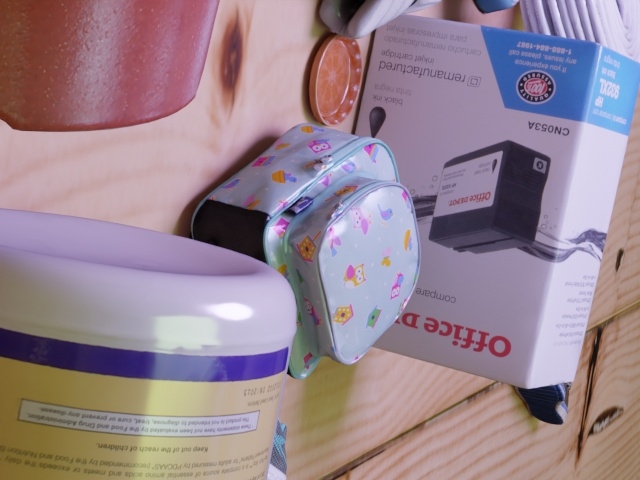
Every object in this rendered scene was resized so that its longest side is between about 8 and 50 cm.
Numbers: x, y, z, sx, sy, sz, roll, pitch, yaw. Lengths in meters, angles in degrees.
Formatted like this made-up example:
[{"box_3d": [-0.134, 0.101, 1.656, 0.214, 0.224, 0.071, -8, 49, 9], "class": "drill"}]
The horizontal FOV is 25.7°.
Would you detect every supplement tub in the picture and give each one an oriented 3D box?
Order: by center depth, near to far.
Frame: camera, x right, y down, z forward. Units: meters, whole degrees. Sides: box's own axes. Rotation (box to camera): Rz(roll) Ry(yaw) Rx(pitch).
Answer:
[{"box_3d": [-0.156, 0.161, 0.804, 0.241, 0.241, 0.331, 1, 101, -62], "class": "supplement tub"}]

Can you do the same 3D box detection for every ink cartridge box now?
[{"box_3d": [0.144, -0.038, 1.295, 0.129, 0.223, 0.307, 3, 99, -62], "class": "ink cartridge box"}]

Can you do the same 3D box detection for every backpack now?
[{"box_3d": [0.000, 0.000, 1.135, 0.188, 0.144, 0.165, -52, 139, -43], "class": "backpack"}]

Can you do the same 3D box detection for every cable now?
[{"box_3d": [0.270, -0.269, 1.443, 0.257, 0.089, 0.257, 52, 38, -51], "class": "cable"}]

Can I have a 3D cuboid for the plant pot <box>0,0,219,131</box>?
[{"box_3d": [-0.141, -0.208, 0.672, 0.272, 0.272, 0.265, -27, 134, -56], "class": "plant pot"}]

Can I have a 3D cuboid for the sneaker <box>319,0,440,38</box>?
[{"box_3d": [0.048, -0.286, 1.122, 0.118, 0.110, 0.292, -39, 145, -30], "class": "sneaker"}]

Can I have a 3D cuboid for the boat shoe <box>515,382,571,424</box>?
[{"box_3d": [0.301, 0.186, 1.878, 0.183, 0.066, 0.066, 67, 38, -63], "class": "boat shoe"}]

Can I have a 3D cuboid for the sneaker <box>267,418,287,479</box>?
[{"box_3d": [-0.069, 0.161, 1.180, 0.166, 0.065, 0.076, 60, 34, -57], "class": "sneaker"}]

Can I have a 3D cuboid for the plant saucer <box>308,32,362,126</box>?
[{"box_3d": [0.012, -0.141, 1.228, 0.083, 0.013, 0.083, -37, 133, -52], "class": "plant saucer"}]

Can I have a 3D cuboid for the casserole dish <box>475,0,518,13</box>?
[{"box_3d": [0.184, -0.312, 1.452, 0.114, 0.037, 0.188, -68, 152, -16], "class": "casserole dish"}]
